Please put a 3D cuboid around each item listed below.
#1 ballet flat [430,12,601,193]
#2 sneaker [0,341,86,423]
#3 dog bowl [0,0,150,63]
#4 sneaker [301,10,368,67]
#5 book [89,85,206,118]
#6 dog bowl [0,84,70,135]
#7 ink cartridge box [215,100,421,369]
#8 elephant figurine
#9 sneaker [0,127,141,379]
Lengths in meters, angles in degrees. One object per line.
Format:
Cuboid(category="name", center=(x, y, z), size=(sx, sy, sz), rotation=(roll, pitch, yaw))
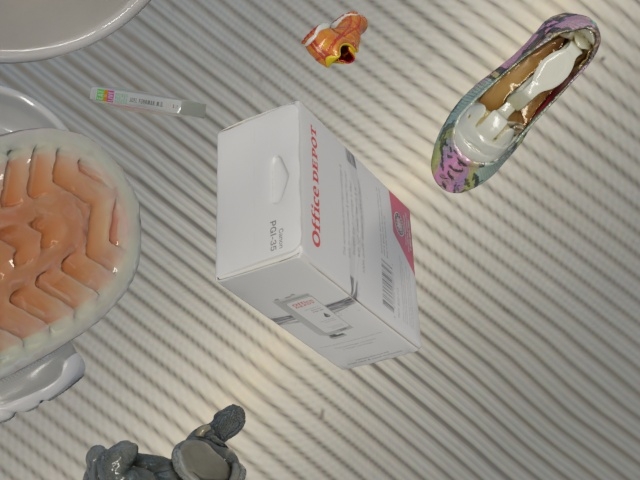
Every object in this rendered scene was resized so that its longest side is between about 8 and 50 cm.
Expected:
Cuboid(category="ballet flat", center=(0.190, -0.136, 1.269), size=(0.077, 0.079, 0.221), rotation=(43, 96, -5))
Cuboid(category="sneaker", center=(-0.333, 0.089, 1.070), size=(0.281, 0.105, 0.115), rotation=(0, 103, 12))
Cuboid(category="dog bowl", center=(-0.280, -0.307, 1.169), size=(0.349, 0.348, 0.102), rotation=(-21, 51, -1))
Cuboid(category="sneaker", center=(0.028, -0.283, 1.857), size=(0.064, 0.175, 0.067), rotation=(-40, 91, 33))
Cuboid(category="book", center=(-0.252, -0.201, 1.898), size=(0.144, 0.096, 0.035), rotation=(11, 95, 16))
Cuboid(category="dog bowl", center=(-0.430, -0.058, 1.615), size=(0.265, 0.104, 0.264), rotation=(6, 69, -15))
Cuboid(category="ink cartridge box", center=(0.000, 0.000, 1.512), size=(0.117, 0.283, 0.207), rotation=(-18, 56, 25))
Cuboid(category="elephant figurine", center=(-0.164, 0.306, 1.626), size=(0.239, 0.169, 0.186), rotation=(-7, 80, -27))
Cuboid(category="sneaker", center=(-0.211, 0.038, 0.451), size=(0.302, 0.121, 0.108), rotation=(-23, 103, -41))
